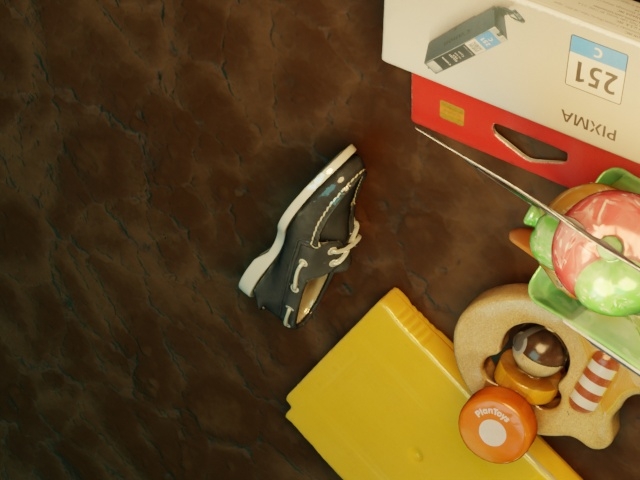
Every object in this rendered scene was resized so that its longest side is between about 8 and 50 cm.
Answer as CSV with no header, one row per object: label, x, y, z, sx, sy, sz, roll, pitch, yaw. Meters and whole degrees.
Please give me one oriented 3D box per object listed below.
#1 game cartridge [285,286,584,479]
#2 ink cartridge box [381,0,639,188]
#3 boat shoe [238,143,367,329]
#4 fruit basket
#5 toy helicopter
game cartridge,0.127,0.244,2.098,0.323,0.053,0.285,48,138,5
ink cartridge box,0.200,-0.148,1.715,0.296,0.066,0.261,25,140,24
boat shoe,0.000,0.000,1.986,0.091,0.114,0.302,43,149,7
fruit basket,0.271,0.033,1.564,0.327,0.353,0.165,35,100,35
toy helicopter,0.308,0.111,1.821,0.355,0.140,0.235,3,112,26
